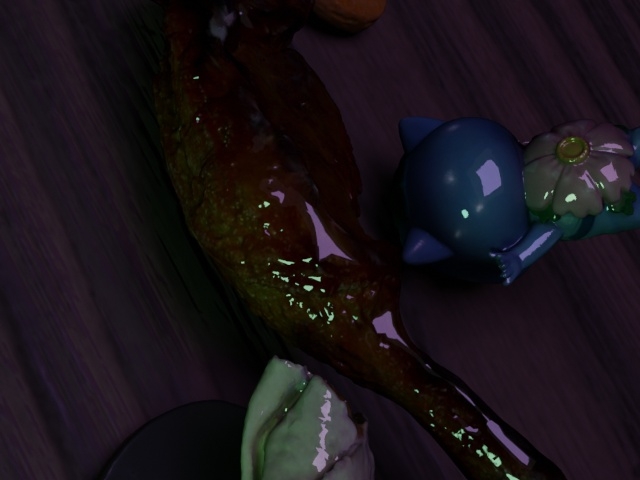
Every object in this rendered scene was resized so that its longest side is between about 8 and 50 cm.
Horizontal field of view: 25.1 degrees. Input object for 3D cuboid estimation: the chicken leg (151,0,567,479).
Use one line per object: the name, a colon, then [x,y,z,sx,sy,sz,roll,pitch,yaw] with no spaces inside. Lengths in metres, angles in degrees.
chicken leg: [0.000,0.000,0.787,0.158,0.096,0.407,-6,59,-55]

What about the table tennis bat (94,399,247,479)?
table tennis bat: [-0.071,0.170,0.702,0.130,0.019,0.220,46,47,-10]

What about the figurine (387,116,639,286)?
figurine: [0.134,-0.026,0.902,0.144,0.178,0.114,22,61,-76]

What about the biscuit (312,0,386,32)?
biscuit: [-0.040,-0.243,0.941,0.250,0.036,0.165,49,37,-9]

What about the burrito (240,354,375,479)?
burrito: [-0.019,0.237,0.638,0.117,0.076,0.392,52,38,-52]
